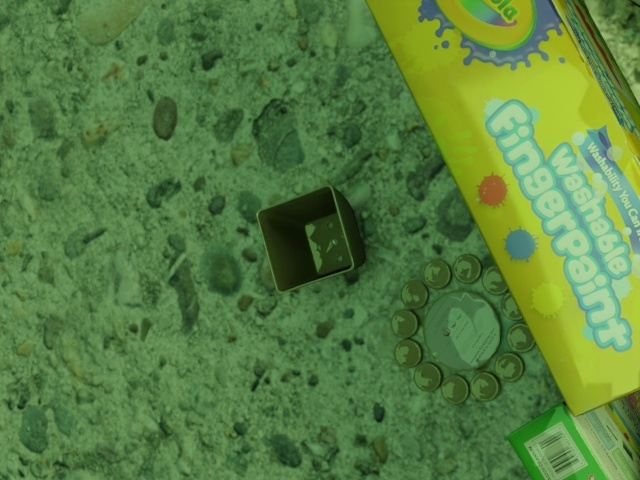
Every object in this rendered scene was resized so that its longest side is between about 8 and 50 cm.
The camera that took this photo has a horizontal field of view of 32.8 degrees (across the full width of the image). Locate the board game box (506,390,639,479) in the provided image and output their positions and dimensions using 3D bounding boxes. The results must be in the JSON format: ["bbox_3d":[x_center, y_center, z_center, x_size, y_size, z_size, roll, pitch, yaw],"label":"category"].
[{"bbox_3d":[0.318,0.263,1.089,0.064,0.316,0.242,-36,74,21],"label":"board game box"}]

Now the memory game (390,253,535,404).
[{"bbox_3d":[0.173,0.109,1.328,0.186,0.012,0.186,-1,87,24],"label":"memory game"}]

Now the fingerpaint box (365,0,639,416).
[{"bbox_3d":[0.256,-0.070,1.102,0.163,0.371,0.445,-30,77,21],"label":"fingerpaint box"}]

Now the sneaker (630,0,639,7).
[{"bbox_3d":[0.352,-0.305,1.171,0.098,0.083,0.224,-16,124,29],"label":"sneaker"}]

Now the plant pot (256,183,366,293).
[{"bbox_3d":[0.000,0.000,1.365,0.109,0.096,0.109,-20,80,23],"label":"plant pot"}]
